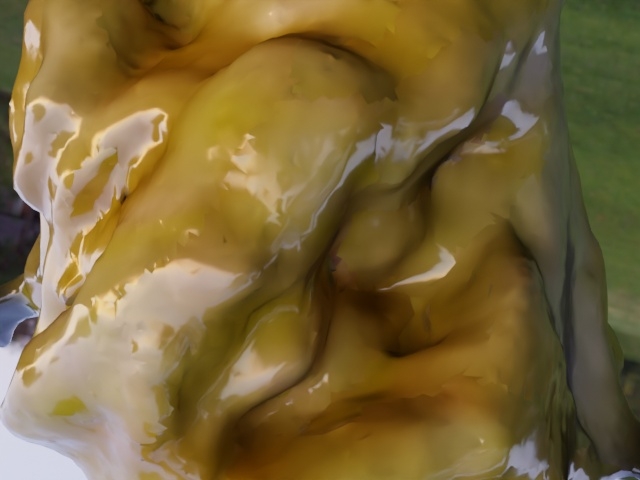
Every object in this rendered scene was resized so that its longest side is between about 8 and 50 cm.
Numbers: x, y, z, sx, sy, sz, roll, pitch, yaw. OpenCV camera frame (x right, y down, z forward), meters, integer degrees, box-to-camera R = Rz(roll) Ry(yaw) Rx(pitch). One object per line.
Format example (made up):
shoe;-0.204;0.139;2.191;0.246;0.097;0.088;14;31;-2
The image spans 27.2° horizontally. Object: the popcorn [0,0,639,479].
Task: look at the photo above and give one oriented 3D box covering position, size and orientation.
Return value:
popcorn;0.000;0.000;0.486;0.281;0.316;0.297;-12;148;11
